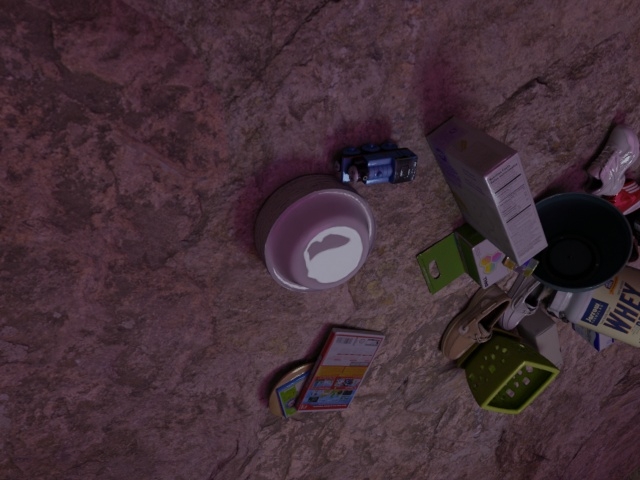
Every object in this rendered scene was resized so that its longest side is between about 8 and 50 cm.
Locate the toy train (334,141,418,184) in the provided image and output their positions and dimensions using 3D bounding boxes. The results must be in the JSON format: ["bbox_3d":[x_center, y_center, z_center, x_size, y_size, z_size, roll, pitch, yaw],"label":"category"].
[{"bbox_3d":[0.127,-0.173,1.138,0.184,0.105,0.080,-11,124,-20],"label":"toy train"}]

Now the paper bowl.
[{"bbox_3d":[0.000,0.000,1.165,0.285,0.148,0.284,-13,124,-19],"label":"paper bowl"}]

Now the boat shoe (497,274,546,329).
[{"bbox_3d":[0.685,0.205,1.666,0.096,0.088,0.267,6,118,-30],"label":"boat shoe"}]

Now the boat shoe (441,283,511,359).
[{"bbox_3d":[0.504,0.282,1.622,0.109,0.098,0.302,20,111,-34],"label":"boat shoe"}]

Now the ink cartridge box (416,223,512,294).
[{"bbox_3d":[0.430,0.061,1.444,0.255,0.097,0.188,-33,129,-4],"label":"ink cartridge box"}]

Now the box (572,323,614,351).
[{"bbox_3d":[1.021,0.321,1.873,0.072,0.137,0.126,-31,129,-4],"label":"box"}]

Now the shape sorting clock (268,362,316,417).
[{"bbox_3d":[-0.062,0.446,1.493,0.206,0.040,0.206,-16,123,-26],"label":"shape sorting clock"}]

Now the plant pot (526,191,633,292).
[{"bbox_3d":[0.743,0.027,1.478,0.293,0.293,0.196,-43,149,5],"label":"plant pot"}]

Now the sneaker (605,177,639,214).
[{"bbox_3d":[0.914,-0.114,1.593,0.221,0.087,0.128,-42,111,5],"label":"sneaker"}]

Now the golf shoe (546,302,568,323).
[{"bbox_3d":[0.872,0.246,1.802,0.198,0.094,0.077,13,99,-58],"label":"golf shoe"}]

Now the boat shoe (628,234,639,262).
[{"bbox_3d":[0.996,0.019,1.643,0.285,0.089,0.104,6,132,-50],"label":"boat shoe"}]

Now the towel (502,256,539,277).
[{"bbox_3d":[0.564,0.063,1.408,0.060,0.083,0.009,-64,167,17],"label":"towel"}]

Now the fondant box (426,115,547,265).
[{"bbox_3d":[0.410,-0.120,1.224,0.096,0.238,0.330,-36,129,1],"label":"fondant box"}]

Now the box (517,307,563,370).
[{"bbox_3d":[0.800,0.370,1.817,0.094,0.113,0.275,-33,130,-4],"label":"box"}]

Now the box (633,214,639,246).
[{"bbox_3d":[1.170,-0.116,1.647,0.295,0.073,0.293,-49,150,11],"label":"box"}]

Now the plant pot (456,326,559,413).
[{"bbox_3d":[0.621,0.432,1.704,0.228,0.207,0.227,20,114,-35],"label":"plant pot"}]

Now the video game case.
[{"bbox_3d":[0.060,0.393,1.498,0.204,0.025,0.285,13,108,-38],"label":"video game case"}]

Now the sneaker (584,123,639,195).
[{"bbox_3d":[0.847,-0.226,1.466,0.116,0.090,0.232,-13,124,-14],"label":"sneaker"}]

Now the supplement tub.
[{"bbox_3d":[0.930,0.187,1.589,0.235,0.325,0.235,-49,151,-40],"label":"supplement tub"}]
